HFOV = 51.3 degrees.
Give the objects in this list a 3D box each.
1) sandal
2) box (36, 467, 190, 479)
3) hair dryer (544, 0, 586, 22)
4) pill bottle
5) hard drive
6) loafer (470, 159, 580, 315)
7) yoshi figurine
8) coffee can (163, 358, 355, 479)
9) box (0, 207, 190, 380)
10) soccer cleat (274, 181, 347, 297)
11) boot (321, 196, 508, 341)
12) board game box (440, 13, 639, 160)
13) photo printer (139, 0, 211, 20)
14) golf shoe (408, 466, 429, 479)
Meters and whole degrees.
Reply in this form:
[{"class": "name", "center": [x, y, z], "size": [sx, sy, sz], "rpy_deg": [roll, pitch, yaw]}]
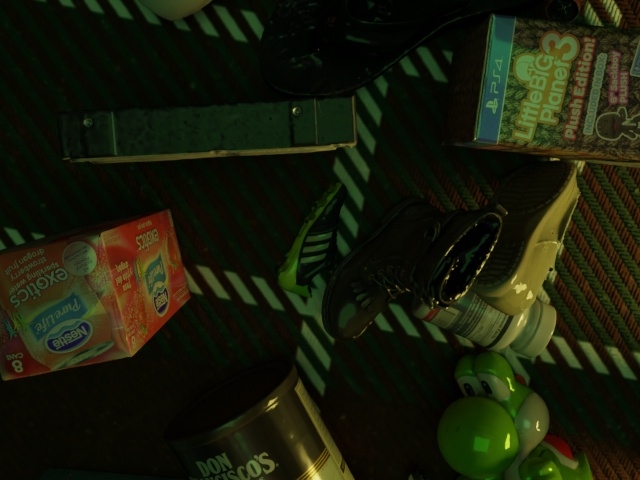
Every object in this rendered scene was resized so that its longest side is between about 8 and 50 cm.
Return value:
[{"class": "sandal", "center": [0.116, -0.330, 0.873], "size": [0.446, 0.107, 0.167], "rpy_deg": [-24, 85, 2]}, {"class": "box", "center": [-0.310, 0.415, 1.020], "size": [0.244, 0.060, 0.100], "rpy_deg": [5, 98, 0]}, {"class": "hair dryer", "center": [0.244, -0.364, 0.813], "size": [0.224, 0.080, 0.293], "rpy_deg": [-18, 58, -9]}, {"class": "pill bottle", "center": [0.231, 0.093, 0.942], "size": [0.180, 0.108, 0.108], "rpy_deg": [24, 98, -3]}, {"class": "hard drive", "center": [-0.125, -0.139, 0.852], "size": [0.339, 0.237, 0.064], "rpy_deg": [-4, 98, 1]}, {"class": "loafer", "center": [0.274, -0.007, 0.897], "size": [0.268, 0.102, 0.092], "rpy_deg": [-51, 129, -30]}, {"class": "yoshi figurine", "center": [0.274, 0.339, 0.937], "size": [0.204, 0.203, 0.362], "rpy_deg": [-29, 93, 11]}, {"class": "coffee can", "center": [-0.063, 0.335, 0.934], "size": [0.202, 0.201, 0.275], "rpy_deg": [-27, 97, 5]}, {"class": "box", "center": [-0.283, 0.053, 0.848], "size": [0.154, 0.300, 0.142], "rpy_deg": [-11, 97, 2]}, {"class": "soccer cleat", "center": [0.000, 0.000, 0.963], "size": [0.072, 0.060, 0.178], "rpy_deg": [27, 104, -13]}, {"class": "boot", "center": [0.109, 0.046, 0.865], "size": [0.091, 0.229, 0.263], "rpy_deg": [34, 92, -17]}, {"class": "board game box", "center": [0.321, -0.175, 0.840], "size": [0.291, 0.232, 0.141], "rpy_deg": [7, 97, 0]}, {"class": "photo printer", "center": [-0.210, -0.455, 0.831], "size": [0.307, 0.107, 0.256], "rpy_deg": [46, 126, -5]}, {"class": "golf shoe", "center": [0.139, 0.444, 1.009], "size": [0.094, 0.077, 0.198], "rpy_deg": [-8, 97, 2]}]
